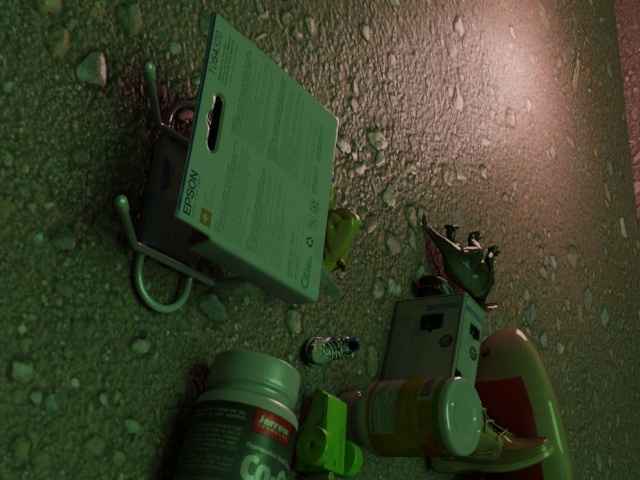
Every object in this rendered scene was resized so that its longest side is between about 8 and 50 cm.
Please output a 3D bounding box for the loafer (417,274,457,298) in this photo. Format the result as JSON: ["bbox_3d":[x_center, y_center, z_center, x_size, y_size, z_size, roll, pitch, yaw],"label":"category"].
[{"bbox_3d":[0.258,0.176,2.064,0.078,0.080,0.220,-47,120,-49],"label":"loafer"}]

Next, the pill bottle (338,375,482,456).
[{"bbox_3d":[0.149,0.314,1.734,0.136,0.245,0.136,17,69,-52],"label":"pill bottle"}]

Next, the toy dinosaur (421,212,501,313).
[{"bbox_3d":[0.325,0.057,2.156,0.313,0.121,0.160,58,27,-35],"label":"toy dinosaur"}]

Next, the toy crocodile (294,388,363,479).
[{"bbox_3d":[-0.001,0.420,1.639,0.115,0.105,0.341,29,55,-49],"label":"toy crocodile"}]

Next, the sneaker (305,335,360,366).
[{"bbox_3d":[0.024,0.192,1.750,0.135,0.058,0.052,-11,91,-54],"label":"sneaker"}]

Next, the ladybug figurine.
[{"bbox_3d":[0.420,0.414,2.107,0.305,0.162,0.449,106,-29,-80],"label":"ladybug figurine"}]

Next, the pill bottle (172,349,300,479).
[{"bbox_3d":[-0.123,0.314,1.424,0.161,0.161,0.283,43,50,-41],"label":"pill bottle"}]

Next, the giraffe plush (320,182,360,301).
[{"bbox_3d":[0.000,0.000,1.694,0.170,0.181,0.210,-14,82,-76],"label":"giraffe plush"}]

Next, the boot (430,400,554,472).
[{"bbox_3d":[0.324,0.356,1.961,0.095,0.262,0.203,-13,91,-57],"label":"boot"}]

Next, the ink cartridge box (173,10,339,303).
[{"bbox_3d":[-0.100,-0.111,1.434,0.330,0.071,0.324,34,55,-46],"label":"ink cartridge box"}]

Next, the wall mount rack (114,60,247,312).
[{"bbox_3d":[-0.206,-0.083,1.428,0.304,0.130,0.350,32,56,-47],"label":"wall mount rack"}]

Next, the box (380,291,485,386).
[{"bbox_3d":[0.213,0.253,1.908,0.087,0.169,0.290,44,50,-41],"label":"box"}]
